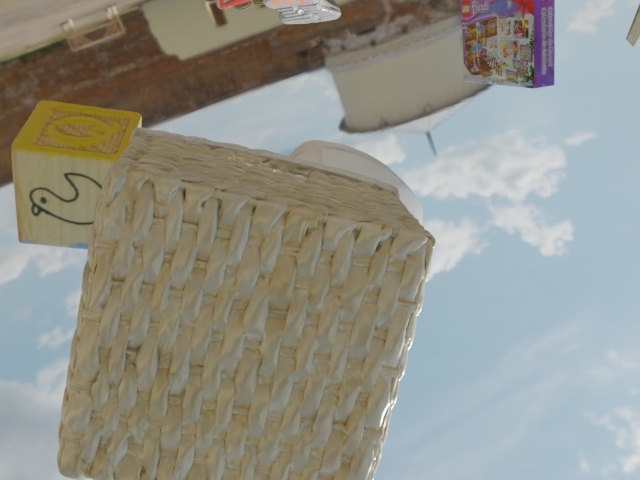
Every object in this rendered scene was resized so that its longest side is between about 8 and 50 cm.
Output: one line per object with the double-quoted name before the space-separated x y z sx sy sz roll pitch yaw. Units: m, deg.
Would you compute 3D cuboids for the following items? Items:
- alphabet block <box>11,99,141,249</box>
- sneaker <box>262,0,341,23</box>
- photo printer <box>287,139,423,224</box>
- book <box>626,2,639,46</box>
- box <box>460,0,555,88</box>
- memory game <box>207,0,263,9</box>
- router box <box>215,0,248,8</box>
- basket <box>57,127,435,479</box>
"alphabet block" -0.433 -0.117 1.333 0.193 0.197 0.193 5 -145 -8
"sneaker" -0.036 -0.509 1.367 0.125 0.180 0.321 -4 -175 7
"photo printer" 0.000 0.000 1.151 0.307 0.256 0.107 -53 -139 15
"book" 0.551 -0.376 1.155 0.096 0.144 0.035 -12 -128 -12
"box" 0.416 -0.454 1.660 0.057 0.200 0.293 -12 -161 -17
"memory game" -0.157 -0.540 1.532 0.186 0.012 0.186 -5 -127 7
"router box" -0.179 -0.560 1.049 0.082 0.335 0.301 -20 156 -8
"basket" -0.087 0.081 0.788 0.329 0.331 0.266 12 -167 -8
